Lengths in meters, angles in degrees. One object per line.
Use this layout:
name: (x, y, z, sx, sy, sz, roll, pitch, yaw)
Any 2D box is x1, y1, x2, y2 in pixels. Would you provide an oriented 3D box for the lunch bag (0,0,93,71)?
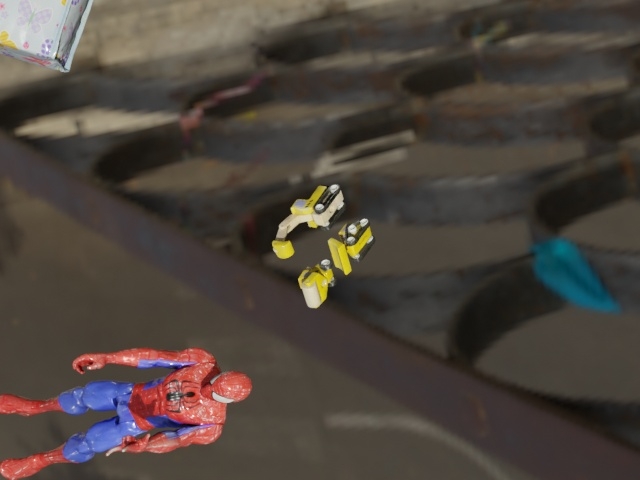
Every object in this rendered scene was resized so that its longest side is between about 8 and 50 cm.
lunch bag: (-0.158, -0.141, 0.992, 0.053, 0.071, 0.083, 76, -147, -81)

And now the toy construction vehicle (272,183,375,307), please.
toy construction vehicle: (0.000, 0.000, 1.532, 0.035, 0.098, 0.086, 13, 141, 32)

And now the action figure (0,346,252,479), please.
action figure: (-0.188, 0.143, 1.544, 0.280, 0.139, 0.091, -16, 77, 34)
